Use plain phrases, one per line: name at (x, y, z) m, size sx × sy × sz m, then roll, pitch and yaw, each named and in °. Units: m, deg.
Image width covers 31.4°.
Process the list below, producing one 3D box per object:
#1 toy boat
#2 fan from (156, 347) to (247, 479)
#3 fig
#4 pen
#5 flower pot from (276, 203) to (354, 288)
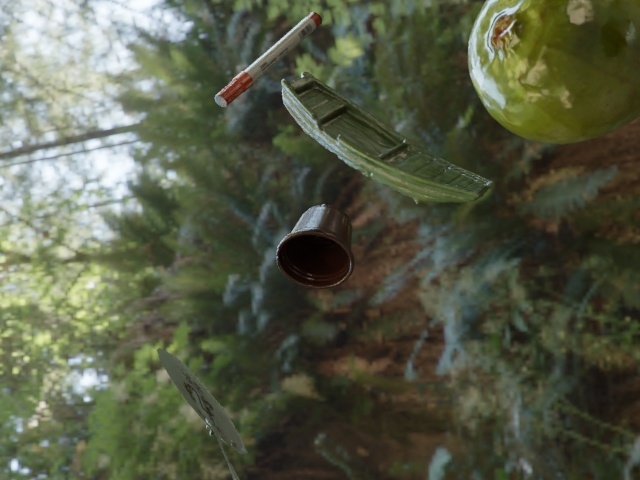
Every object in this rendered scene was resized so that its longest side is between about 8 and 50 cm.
toy boat at (0.074, -0.115, 1.412) m, size 0.093 × 0.293 × 0.055 m, roll -32°, pitch -31°, yaw -51°
fan at (-0.180, 0.301, 1.859) m, size 0.233 × 0.012 × 0.415 m, roll 49°, pitch -179°, yaw -26°
fig at (0.370, -0.263, 1.633) m, size 0.326 × 0.258 × 0.258 m, roll -1°, pitch -95°, yaw -38°
pen at (-0.080, -0.287, 1.802) m, size 0.239 × 0.028 × 0.028 m, roll -45°, pitch -55°, yaw -27°
flower pot at (0.000, 0.000, 1.598) m, size 0.111 × 0.111 × 0.089 m, roll 60°, pitch -151°, yaw -33°
